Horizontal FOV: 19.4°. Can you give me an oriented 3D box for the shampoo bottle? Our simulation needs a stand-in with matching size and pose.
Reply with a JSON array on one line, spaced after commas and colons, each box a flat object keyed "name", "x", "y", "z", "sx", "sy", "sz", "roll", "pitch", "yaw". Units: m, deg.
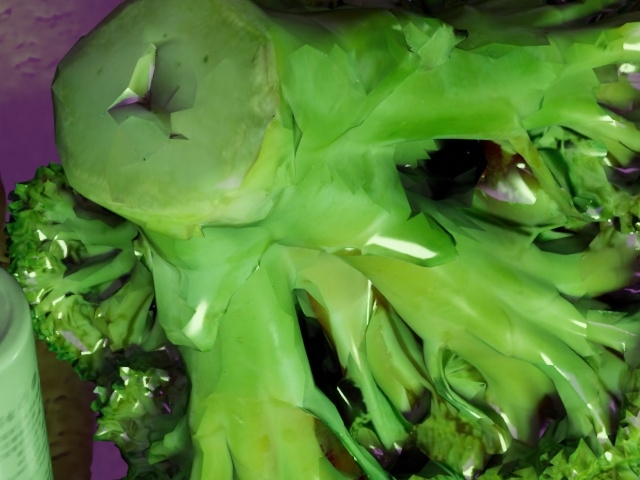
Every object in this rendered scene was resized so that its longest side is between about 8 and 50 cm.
[{"name": "shampoo bottle", "x": -0.118, "y": 0.086, "z": 0.640, "sx": 0.056, "sy": 0.195, "sz": 0.056, "roll": 2, "pitch": 49, "yaw": -2}]

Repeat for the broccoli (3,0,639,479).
[{"name": "broccoli", "x": 0.000, "y": 0.000, "z": 0.586, "sx": 0.254, "sy": 0.269, "sz": 0.269, "roll": 5, "pitch": 93, "yaw": 22}]
